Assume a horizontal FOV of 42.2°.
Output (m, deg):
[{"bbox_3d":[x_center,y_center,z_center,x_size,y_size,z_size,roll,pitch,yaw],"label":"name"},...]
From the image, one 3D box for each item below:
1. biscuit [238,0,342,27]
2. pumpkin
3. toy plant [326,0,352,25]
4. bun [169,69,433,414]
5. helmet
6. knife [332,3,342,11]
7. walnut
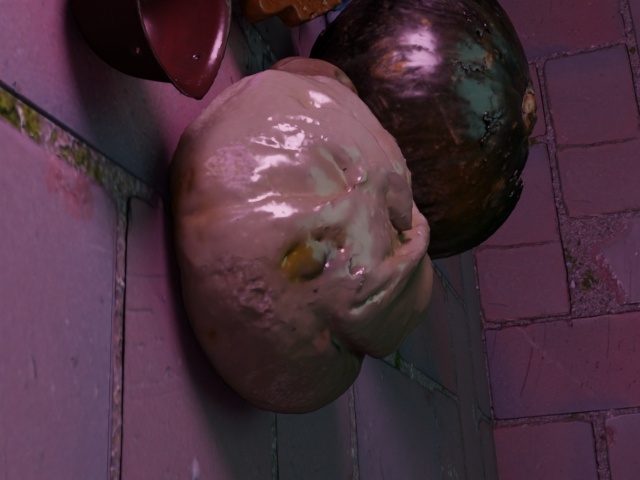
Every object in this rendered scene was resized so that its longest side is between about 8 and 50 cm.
[{"bbox_3d":[-0.074,-0.363,1.011,0.301,0.043,0.278,34,57,-44],"label":"biscuit"},{"bbox_3d":[0.164,-0.193,1.302,0.454,0.343,0.455,-7,90,-70],"label":"pumpkin"},{"bbox_3d":[0.121,-0.477,1.482,0.332,0.247,0.247,0,79,-33],"label":"toy plant"},{"bbox_3d":[0.000,0.000,0.882,0.365,0.219,0.366,-10,90,-67],"label":"bun"},{"bbox_3d":[-0.151,-0.195,0.690,0.155,0.106,0.175,12,71,-70],"label":"helmet"},{"bbox_3d":[0.005,-0.425,1.126,0.064,0.031,0.222,-38,121,-62],"label":"knife"},{"bbox_3d":[-0.015,-0.160,1.071,0.162,0.140,0.140,43,39,-41],"label":"walnut"}]
